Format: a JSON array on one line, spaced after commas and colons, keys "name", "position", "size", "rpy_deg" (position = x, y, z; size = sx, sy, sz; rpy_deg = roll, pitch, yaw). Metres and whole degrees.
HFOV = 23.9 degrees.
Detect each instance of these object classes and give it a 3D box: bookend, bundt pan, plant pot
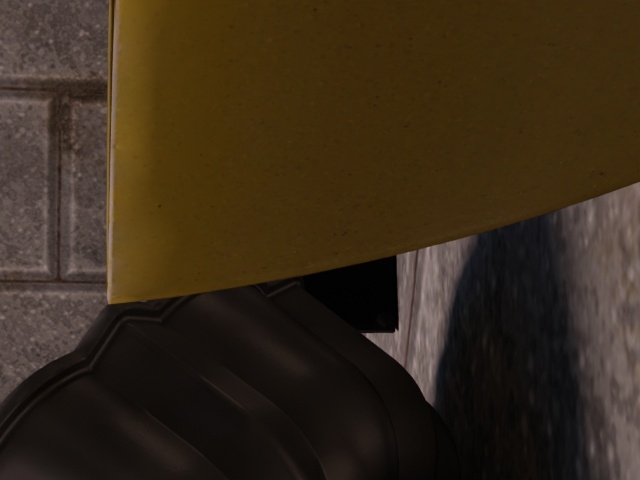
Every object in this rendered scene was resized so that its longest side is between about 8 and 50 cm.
[{"name": "bookend", "position": [0.000, 0.000, 1.028], "size": [0.157, 0.072, 0.156], "rpy_deg": [120, 150, -74]}, {"name": "bundt pan", "position": [-0.045, 0.182, 0.694], "size": [0.124, 0.331, 0.331], "rpy_deg": [26, 125, 31]}, {"name": "plant pot", "position": [0.035, -0.125, 0.428], "size": [0.212, 0.187, 0.212], "rpy_deg": [101, 166, -48]}]
